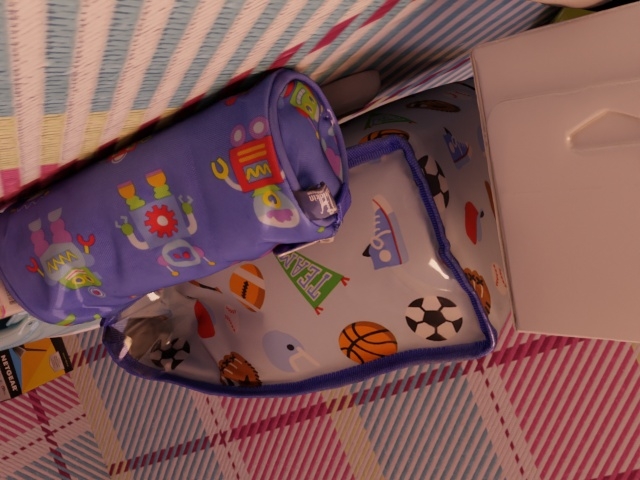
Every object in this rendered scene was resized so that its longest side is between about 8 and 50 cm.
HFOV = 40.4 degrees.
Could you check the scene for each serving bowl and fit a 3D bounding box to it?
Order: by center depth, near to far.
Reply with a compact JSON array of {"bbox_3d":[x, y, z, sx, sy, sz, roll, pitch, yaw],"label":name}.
[{"bbox_3d":[0.020,-0.130,0.808,0.083,0.027,0.083,-21,-179,1],"label":"serving bowl"}]

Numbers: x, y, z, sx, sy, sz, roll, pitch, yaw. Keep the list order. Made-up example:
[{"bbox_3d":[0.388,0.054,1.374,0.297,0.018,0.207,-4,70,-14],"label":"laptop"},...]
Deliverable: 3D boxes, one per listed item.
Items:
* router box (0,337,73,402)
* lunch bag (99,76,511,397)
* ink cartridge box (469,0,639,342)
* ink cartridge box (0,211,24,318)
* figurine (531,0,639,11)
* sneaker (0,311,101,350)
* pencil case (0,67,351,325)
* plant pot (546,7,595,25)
[{"bbox_3d":[-0.454,0.134,1.288,0.046,0.179,0.133,-19,-177,28],"label":"router box"},{"bbox_3d":[0.000,0.000,0.892,0.385,0.239,0.328,-21,-172,30],"label":"lunch bag"},{"bbox_3d":[0.271,-0.060,0.571,0.270,0.197,0.198,-14,-172,-36],"label":"ink cartridge box"},{"bbox_3d":[-0.294,0.029,0.705,0.052,0.088,0.122,-19,-179,11],"label":"ink cartridge box"},{"bbox_3d":[0.230,-0.183,0.507,0.209,0.092,0.215,-16,-178,33],"label":"figurine"},{"bbox_3d":[-0.365,0.077,1.162,0.366,0.135,0.150,-22,-175,-17],"label":"sneaker"},{"bbox_3d":[-0.115,-0.021,0.688,0.306,0.133,0.119,-20,-164,27],"label":"pencil case"},{"bbox_3d":[0.339,-0.157,0.872,0.207,0.227,0.228,-16,-179,4],"label":"plant pot"}]
